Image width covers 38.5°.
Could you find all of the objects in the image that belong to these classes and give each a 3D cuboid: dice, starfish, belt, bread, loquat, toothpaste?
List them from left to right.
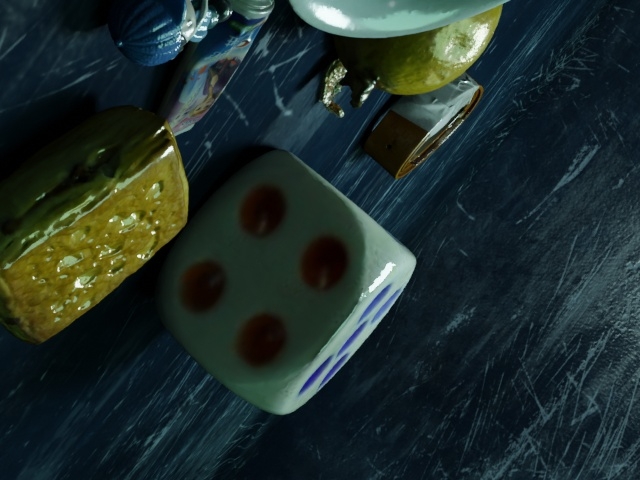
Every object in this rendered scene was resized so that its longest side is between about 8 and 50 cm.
[{"bbox_3d":[-0.239,-0.020,0.893,0.235,0.099,0.210,-40,162,-18],"label":"bread"},{"bbox_3d":[-0.112,-0.190,0.947,0.096,0.061,0.266,-37,168,-49],"label":"toothpaste"},{"bbox_3d":[-0.049,0.060,1.356,0.304,0.277,0.304,-50,165,3],"label":"dice"},{"bbox_3d":[0.033,-0.255,1.280,0.150,0.053,0.209,-61,165,-10],"label":"starfish"},{"bbox_3d":[0.101,-0.262,1.090,0.246,0.213,0.213,-56,169,-13],"label":"loquat"},{"bbox_3d":[0.195,-0.232,1.729,0.261,0.105,0.184,-42,167,-20],"label":"belt"}]

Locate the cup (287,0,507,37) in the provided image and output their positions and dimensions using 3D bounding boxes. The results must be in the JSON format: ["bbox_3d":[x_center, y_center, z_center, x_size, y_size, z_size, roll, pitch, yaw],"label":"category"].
[{"bbox_3d":[0.110,-0.347,0.841,0.347,0.163,0.347,-16,165,-4],"label":"cup"}]

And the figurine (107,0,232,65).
[{"bbox_3d":[-0.136,-0.201,0.813,0.079,0.077,0.136,-19,-166,18],"label":"figurine"}]
